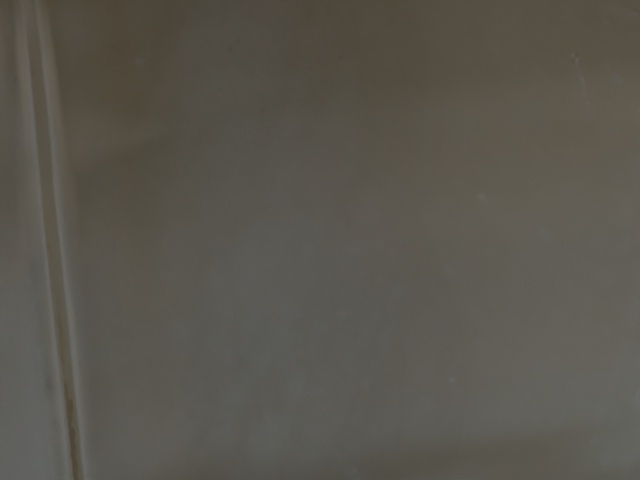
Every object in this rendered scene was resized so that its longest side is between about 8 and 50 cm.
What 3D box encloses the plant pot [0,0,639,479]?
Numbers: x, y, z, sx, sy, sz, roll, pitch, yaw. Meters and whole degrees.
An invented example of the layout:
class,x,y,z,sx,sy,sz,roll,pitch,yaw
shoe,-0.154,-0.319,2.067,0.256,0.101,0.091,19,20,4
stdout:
class,x,y,z,sx,sy,sz,roll,pitch,yaw
plant pot,0.000,0.000,0.583,0.280,0.323,0.323,-6,178,-6
